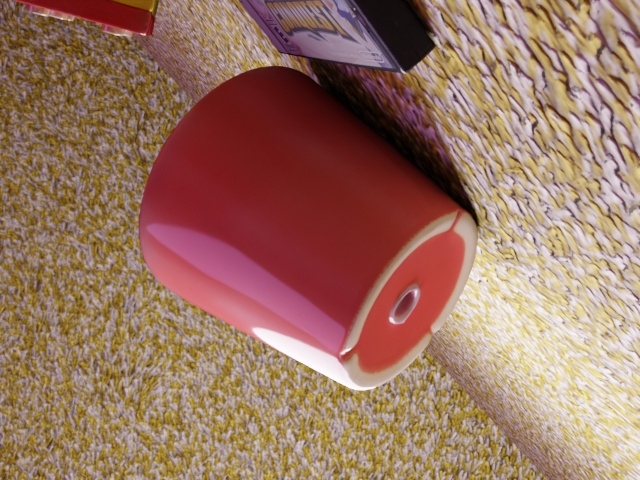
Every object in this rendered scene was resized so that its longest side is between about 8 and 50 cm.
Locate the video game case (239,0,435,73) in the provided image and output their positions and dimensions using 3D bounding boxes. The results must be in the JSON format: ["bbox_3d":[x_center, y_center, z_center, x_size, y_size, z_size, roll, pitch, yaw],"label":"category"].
[{"bbox_3d":[-0.055,-0.233,0.610,0.248,0.035,0.275,50,175,-24],"label":"video game case"}]

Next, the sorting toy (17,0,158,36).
[{"bbox_3d":[-0.219,-0.208,0.582,0.255,0.089,0.257,12,-169,-13],"label":"sorting toy"}]

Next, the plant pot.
[{"bbox_3d":[0.000,0.000,0.834,0.243,0.275,0.275,35,170,30],"label":"plant pot"}]
